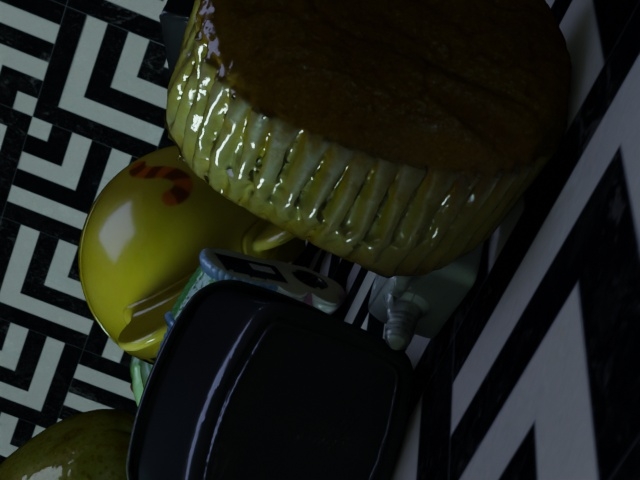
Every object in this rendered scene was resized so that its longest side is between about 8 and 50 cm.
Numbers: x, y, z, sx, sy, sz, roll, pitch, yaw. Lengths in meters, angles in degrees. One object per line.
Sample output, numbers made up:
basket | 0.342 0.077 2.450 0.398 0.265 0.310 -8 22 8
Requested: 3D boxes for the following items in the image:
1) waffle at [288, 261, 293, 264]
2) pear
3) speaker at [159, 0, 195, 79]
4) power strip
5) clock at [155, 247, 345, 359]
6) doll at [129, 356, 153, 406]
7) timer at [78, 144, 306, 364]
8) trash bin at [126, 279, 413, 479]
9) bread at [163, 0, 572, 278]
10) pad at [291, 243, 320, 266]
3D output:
waffle | -0.081 0.144 1.737 0.221 0.055 0.248 -53 9 5
pear | -0.218 0.322 1.439 0.304 0.303 0.304 -159 90 -84
speaker | -0.024 -0.200 1.503 0.232 0.253 0.184 88 -164 -51
power strip | 0.100 -0.057 1.030 0.098 0.058 0.338 120 170 -53
clock | -0.087 0.116 1.521 0.196 0.194 0.100 -68 29 19
doll | -0.219 0.262 2.243 0.322 0.186 0.199 -113 11 -58
timer | -0.170 0.034 1.960 0.387 0.376 0.376 10 78 64
trash bin | -0.045 0.143 1.072 0.290 0.182 0.210 167 126 -77
bread | 0.031 -0.105 0.883 0.142 0.253 0.227 114 178 -52
pad | 0.000 0.000 1.647 0.193 0.004 0.116 -47 -7 -26
